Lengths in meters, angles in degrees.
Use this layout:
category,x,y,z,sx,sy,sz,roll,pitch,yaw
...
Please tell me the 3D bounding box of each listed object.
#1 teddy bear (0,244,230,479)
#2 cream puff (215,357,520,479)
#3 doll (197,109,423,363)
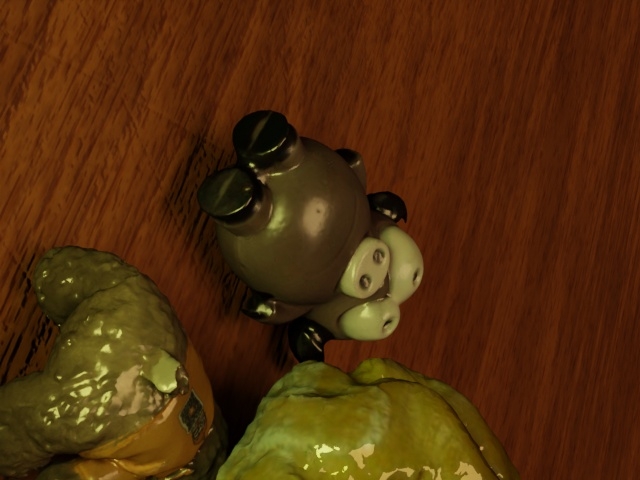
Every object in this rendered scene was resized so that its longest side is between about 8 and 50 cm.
category,x,y,z,sx,sy,sz,roll,pitch,yaw
teddy bear,-0.127,0.115,0.855,0.190,0.140,0.177,61,38,-47
cream puff,0.060,0.272,0.937,0.378,0.275,0.378,11,90,-79
doll,-0.002,-0.001,1.054,0.182,0.117,0.257,-59,135,-16
